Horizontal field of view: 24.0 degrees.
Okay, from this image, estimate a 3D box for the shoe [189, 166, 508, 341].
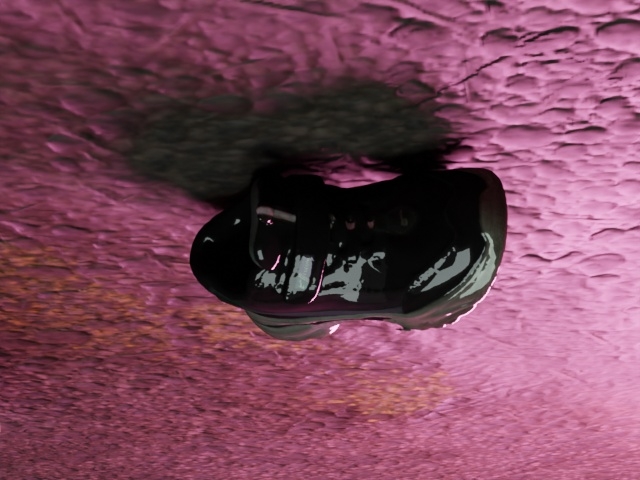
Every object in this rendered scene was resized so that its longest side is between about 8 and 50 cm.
[{"bbox_3d":[0.000,0.000,0.683,0.169,0.071,0.099,-15,155,41],"label":"shoe"}]
